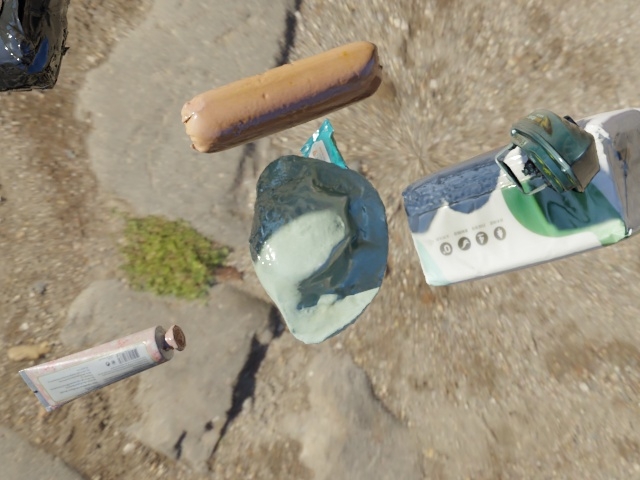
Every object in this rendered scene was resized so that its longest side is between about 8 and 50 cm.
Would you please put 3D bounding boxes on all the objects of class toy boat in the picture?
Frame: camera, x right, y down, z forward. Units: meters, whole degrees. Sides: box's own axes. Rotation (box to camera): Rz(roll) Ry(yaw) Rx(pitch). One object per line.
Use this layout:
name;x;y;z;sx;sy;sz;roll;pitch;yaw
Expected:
toy boat;0.261;-0.094;1.223;0.103;0.246;0.093;-40;96;8

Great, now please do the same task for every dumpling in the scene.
dumpling;-0.011;0.001;1.188;0.152;0.108;0.219;-24;74;27

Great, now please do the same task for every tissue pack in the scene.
tissue pack;0.347;-0.067;1.676;0.356;0.266;0.194;-17;92;39
tissue pack;0.008;-0.134;1.823;0.028;0.138;0.085;24;124;-33

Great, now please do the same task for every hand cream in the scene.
hand cream;-0.256;0.149;1.288;0.209;0.043;0.067;-20;118;16

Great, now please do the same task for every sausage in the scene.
sausage;-0.049;-0.194;1.470;0.289;0.086;0.086;-22;92;-13

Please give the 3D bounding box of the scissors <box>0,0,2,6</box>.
scissors;-0.263;-0.248;0.787;0.160;0.024;0.317;47;63;-25

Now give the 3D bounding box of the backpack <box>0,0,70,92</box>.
backpack;-0.336;-0.238;1.208;0.120;0.106;0.165;3;55;17
